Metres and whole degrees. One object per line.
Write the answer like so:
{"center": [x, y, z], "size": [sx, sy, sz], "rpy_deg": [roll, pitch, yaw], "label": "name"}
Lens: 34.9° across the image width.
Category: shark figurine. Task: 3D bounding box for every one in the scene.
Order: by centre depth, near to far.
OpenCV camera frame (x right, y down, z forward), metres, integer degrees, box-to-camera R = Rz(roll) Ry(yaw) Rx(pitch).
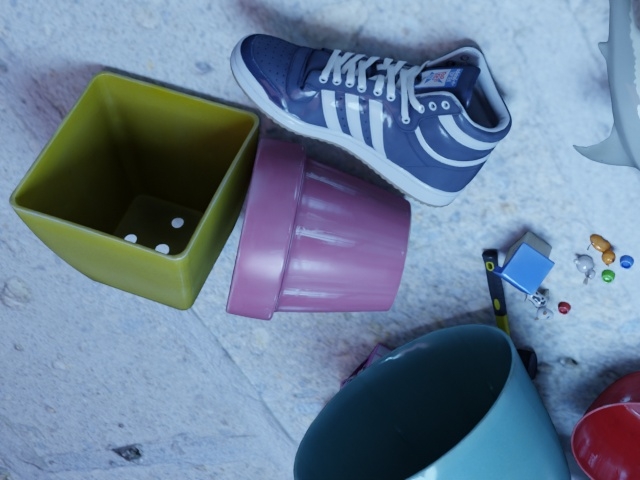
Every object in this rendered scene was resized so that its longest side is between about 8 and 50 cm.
{"center": [0.270, -0.119, 0.903], "size": [0.116, 0.166, 0.278], "rpy_deg": [-8, 125, 45], "label": "shark figurine"}

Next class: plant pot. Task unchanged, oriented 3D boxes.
{"center": [0.000, 0.000, 1.138], "size": [0.180, 0.201, 0.201], "rpy_deg": [12, 136, -4], "label": "plant pot"}
{"center": [0.153, 0.279, 1.177], "size": [0.293, 0.293, 0.235], "rpy_deg": [-21, 110, 40], "label": "plant pot"}
{"center": [-0.200, -0.040, 1.199], "size": [0.212, 0.212, 0.187], "rpy_deg": [17, 149, 13], "label": "plant pot"}

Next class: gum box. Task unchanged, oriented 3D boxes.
{"center": [0.119, 0.225, 1.362], "size": [0.188, 0.062, 0.107], "rpy_deg": [30, 136, -1], "label": "gum box"}

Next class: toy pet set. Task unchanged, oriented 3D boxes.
{"center": [0.257, 0.043, 1.120], "size": [0.114, 0.065, 0.122], "rpy_deg": [34, 136, -5], "label": "toy pet set"}

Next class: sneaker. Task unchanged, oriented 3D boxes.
{"center": [0.057, -0.154, 1.017], "size": [0.282, 0.099, 0.153], "rpy_deg": [30, 142, -11], "label": "sneaker"}

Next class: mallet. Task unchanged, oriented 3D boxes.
{"center": [0.224, 0.093, 1.209], "size": [0.062, 0.039, 0.189], "rpy_deg": [8, 129, 23], "label": "mallet"}

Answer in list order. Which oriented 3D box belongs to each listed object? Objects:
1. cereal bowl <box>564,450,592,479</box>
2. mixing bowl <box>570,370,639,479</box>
{"center": [0.309, 0.426, 1.335], "size": [0.339, 0.141, 0.339], "rpy_deg": [9, 103, 46], "label": "cereal bowl"}
{"center": [0.391, 0.217, 1.186], "size": [0.181, 0.098, 0.181], "rpy_deg": [14, 134, 16], "label": "mixing bowl"}
